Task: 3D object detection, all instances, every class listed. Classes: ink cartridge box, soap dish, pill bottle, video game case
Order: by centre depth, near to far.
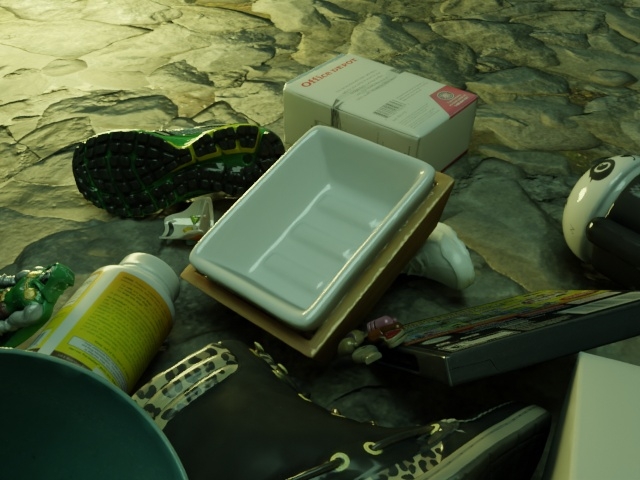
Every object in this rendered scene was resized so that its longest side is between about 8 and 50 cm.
[{"bbox_3d":[0.207,0.099,0.762,0.275,0.035,0.248,-12,0,-16],"label":"video game case"},{"bbox_3d":[-0.245,0.109,0.785,0.117,0.117,0.215,11,39,13],"label":"pill bottle"},{"bbox_3d":[0.000,0.000,0.871,0.229,0.118,0.291,26,64,33],"label":"soap dish"},{"bbox_3d":[0.103,-0.217,1.222,0.283,0.117,0.207,26,44,28],"label":"ink cartridge box"}]

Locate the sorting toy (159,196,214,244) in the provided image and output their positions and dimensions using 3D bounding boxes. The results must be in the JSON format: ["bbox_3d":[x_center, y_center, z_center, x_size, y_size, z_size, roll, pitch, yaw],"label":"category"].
[{"bbox_3d":[-0.201,-0.021,1.022,0.075,0.045,0.083,-5,39,5],"label":"sorting toy"}]

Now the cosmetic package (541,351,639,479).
[{"bbox_3d":[0.227,0.252,0.476,0.155,0.197,0.365,14,20,17],"label":"cosmetic package"}]

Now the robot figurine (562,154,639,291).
[{"bbox_3d":[0.462,-0.005,0.909,0.173,0.209,0.278,-50,53,-3],"label":"robot figurine"}]

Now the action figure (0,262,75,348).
[{"bbox_3d":[-0.372,0.086,0.776,0.232,0.063,0.137,-28,48,13],"label":"action figure"}]

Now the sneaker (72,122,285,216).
[{"bbox_3d":[-0.225,-0.118,1.102,0.344,0.134,0.146,-3,13,0],"label":"sneaker"}]

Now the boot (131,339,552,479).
[{"bbox_3d":[0.018,0.195,0.665,0.377,0.138,0.284,-19,34,-37],"label":"boot"}]

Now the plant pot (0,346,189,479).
[{"bbox_3d":[-0.259,0.253,0.503,0.290,0.195,0.290,21,44,-22],"label":"plant pot"}]

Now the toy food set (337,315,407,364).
[{"bbox_3d":[0.057,0.105,0.756,0.078,0.019,0.122,-27,3,-18],"label":"toy food set"}]

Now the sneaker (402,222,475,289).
[{"bbox_3d":[0.108,0.019,0.956,0.115,0.090,0.232,-32,41,-26],"label":"sneaker"}]
